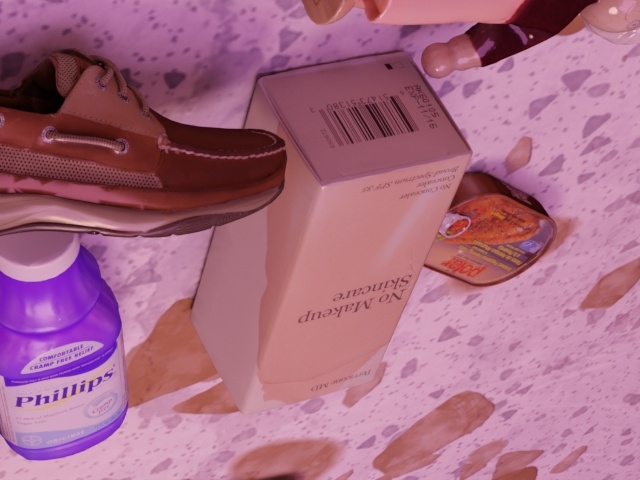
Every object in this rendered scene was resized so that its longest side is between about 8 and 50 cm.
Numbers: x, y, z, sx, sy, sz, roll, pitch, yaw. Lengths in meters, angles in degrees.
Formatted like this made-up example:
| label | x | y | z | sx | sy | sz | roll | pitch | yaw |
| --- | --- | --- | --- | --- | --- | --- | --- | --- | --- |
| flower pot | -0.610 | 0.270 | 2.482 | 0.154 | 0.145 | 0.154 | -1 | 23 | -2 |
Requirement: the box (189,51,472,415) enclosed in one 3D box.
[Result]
| label | x | y | z | sx | sy | sz | roll | pitch | yaw |
| --- | --- | --- | --- | --- | --- | --- | --- | --- | --- |
| box | 0.000 | 0.000 | 1.444 | 0.148 | 0.121 | 0.311 | -14 | 146 | -25 |

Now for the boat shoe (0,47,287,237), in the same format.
| label | x | y | z | sx | sy | sz | roll | pitch | yaw |
| --- | --- | --- | --- | --- | --- | --- | --- | --- | --- |
| boat shoe | -0.170 | -0.070 | 1.193 | 0.324 | 0.122 | 0.120 | -4 | 106 | -32 |

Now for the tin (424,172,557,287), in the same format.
| label | x | y | z | sx | sy | sz | roll | pitch | yaw |
| --- | --- | --- | --- | --- | --- | --- | --- | --- | --- |
| tin | 0.152 | -0.009 | 1.644 | 0.106 | 0.040 | 0.190 | -45 | 146 | 16 |

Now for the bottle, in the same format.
| label | x | y | z | sx | sy | sz | roll | pitch | yaw |
| --- | --- | --- | --- | --- | --- | --- | --- | --- | --- |
| bottle | -0.220 | 0.074 | 1.396 | 0.118 | 0.092 | 0.283 | -18 | 148 | -16 |

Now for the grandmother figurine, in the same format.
| label | x | y | z | sx | sy | sz | roll | pitch | yaw |
| --- | --- | --- | --- | --- | --- | --- | --- | --- | --- |
| grandmother figurine | 0.145 | -0.198 | 1.301 | 0.342 | 0.104 | 0.208 | 0 | 147 | -36 |
